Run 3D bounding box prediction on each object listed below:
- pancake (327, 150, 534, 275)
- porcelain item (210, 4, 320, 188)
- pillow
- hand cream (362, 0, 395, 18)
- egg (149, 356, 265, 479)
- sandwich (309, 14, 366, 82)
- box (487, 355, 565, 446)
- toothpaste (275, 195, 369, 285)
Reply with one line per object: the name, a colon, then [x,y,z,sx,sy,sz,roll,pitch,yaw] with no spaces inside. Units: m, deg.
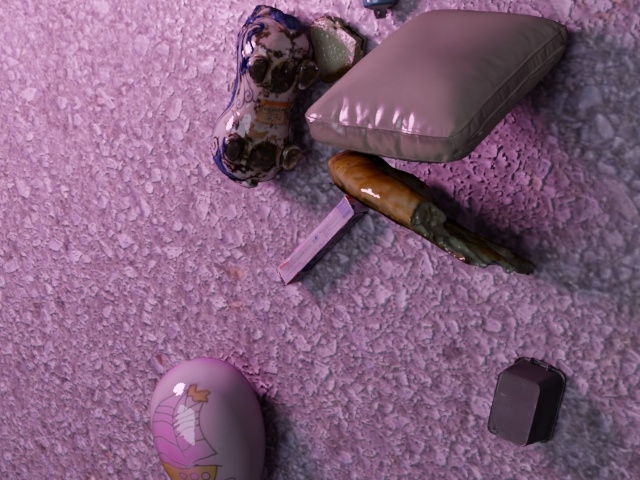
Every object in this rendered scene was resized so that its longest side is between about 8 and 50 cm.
pancake: [0.144,-0.042,1.412,0.305,0.427,0.067,29,95,16]
porcelain item: [-0.104,-0.236,1.716,0.186,0.138,0.288,-127,46,-54]
pillow: [0.162,-0.214,1.417,0.255,0.322,0.120,13,134,36]
hand cream: [0.077,-0.448,1.596,0.083,0.048,0.224,1,103,36]
egg: [-0.192,0.336,1.814,0.196,0.196,0.271,-6,85,38]
sandwich: [0.027,-0.312,1.672,0.093,0.036,0.105,-24,79,38]
box: [0.290,0.233,1.510,0.084,0.069,0.122,20,107,36]
toothpaste: [0.000,0.000,1.721,0.196,0.047,0.040,-47,71,32]
